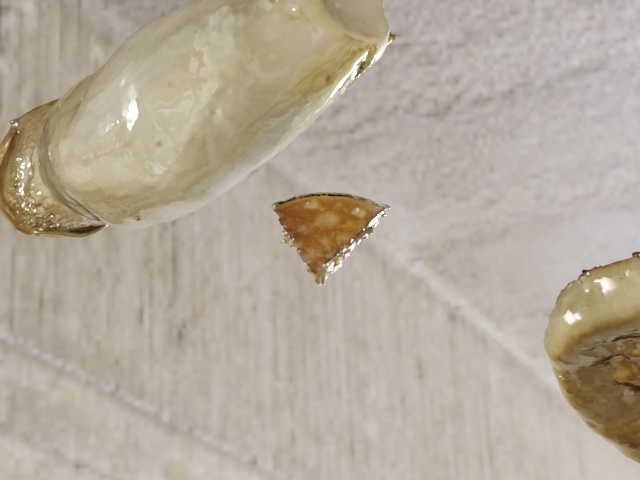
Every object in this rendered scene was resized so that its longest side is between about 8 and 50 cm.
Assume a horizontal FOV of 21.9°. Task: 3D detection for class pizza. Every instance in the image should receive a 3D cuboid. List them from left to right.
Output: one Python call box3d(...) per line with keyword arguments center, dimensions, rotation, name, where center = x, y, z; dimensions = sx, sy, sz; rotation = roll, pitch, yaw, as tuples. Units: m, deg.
box3d(center=(-0.002, -0.012, 1.494), dimensions=(0.099, 0.100, 0.029), rotation=(29, 154, 31), name="pizza")

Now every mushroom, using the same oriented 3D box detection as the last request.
box3d(center=(-0.084, -0.067, 0.883), dimensions=(0.095, 0.123, 0.351), rotation=(50, 151, -14), name="mushroom")

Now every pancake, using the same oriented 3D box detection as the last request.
box3d(center=(0.331, 0.089, 1.104), dimensions=(0.356, 0.065, 0.356), rotation=(3, 153, 2), name="pancake")
